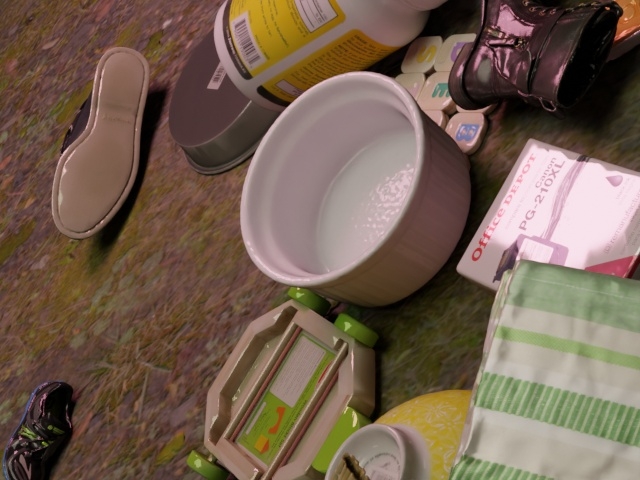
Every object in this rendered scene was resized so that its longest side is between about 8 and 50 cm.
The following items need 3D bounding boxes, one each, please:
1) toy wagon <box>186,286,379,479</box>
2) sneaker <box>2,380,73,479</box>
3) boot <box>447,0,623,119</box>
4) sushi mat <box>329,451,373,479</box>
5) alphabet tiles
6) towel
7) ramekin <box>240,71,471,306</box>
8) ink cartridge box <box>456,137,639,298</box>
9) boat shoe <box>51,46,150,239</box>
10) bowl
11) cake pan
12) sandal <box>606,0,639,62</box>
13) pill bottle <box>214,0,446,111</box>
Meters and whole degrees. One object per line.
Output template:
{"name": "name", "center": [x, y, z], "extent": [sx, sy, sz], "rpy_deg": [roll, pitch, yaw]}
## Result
{"name": "toy wagon", "center": [-0.025, 0.208, 1.869], "extent": [0.267, 0.068, 0.344], "rpy_deg": [-59, 34, -1]}
{"name": "sneaker", "center": [-0.414, 0.289, 2.299], "extent": [0.078, 0.067, 0.188], "rpy_deg": [-23, 44, 49]}
{"name": "boot", "center": [0.271, -0.253, 1.814], "extent": [0.229, 0.091, 0.263], "rpy_deg": [2, 67, 60]}
{"name": "sushi mat", "center": [0.027, 0.346, 1.542], "extent": [0.151, 0.019, 0.316], "rpy_deg": [49, 143, 22]}
{"name": "alphabet tiles", "center": [0.113, -0.141, 2.012], "extent": [0.278, 0.021, 0.284], "rpy_deg": [8, 69, 54]}
{"name": "towel", "center": [0.246, 0.191, 1.443], "extent": [0.248, 0.038, 0.325], "rpy_deg": [13, 79, 25]}
{"name": "ramekin", "center": [0.049, -0.053, 1.885], "extent": [0.277, 0.135, 0.277], "rpy_deg": [-20, 57, 34]}
{"name": "ink cartridge box", "center": [0.275, 0.009, 1.611], "extent": [0.237, 0.100, 0.172], "rpy_deg": [26, 85, 56]}
{"name": "boat shoe", "center": [-0.361, -0.146, 2.547], "extent": [0.113, 0.127, 0.340], "rpy_deg": [126, 154, -67]}
{"name": "bowl", "center": [0.096, 0.269, 1.586], "extent": [0.289, 0.156, 0.289], "rpy_deg": [-31, 42, 34]}
{"name": "cake pan", "center": [-0.132, -0.241, 2.376], "extent": [0.293, 0.054, 0.293], "rpy_deg": [-33, 41, 34]}
{"name": "sandal", "center": [0.379, -0.294, 1.742], "extent": [0.265, 0.076, 0.102], "rpy_deg": [-37, 40, 29]}
{"name": "pill bottle", "center": [0.027, -0.320, 2.108], "extent": [0.334, 0.188, 0.188], "rpy_deg": [-26, 45, 40]}
